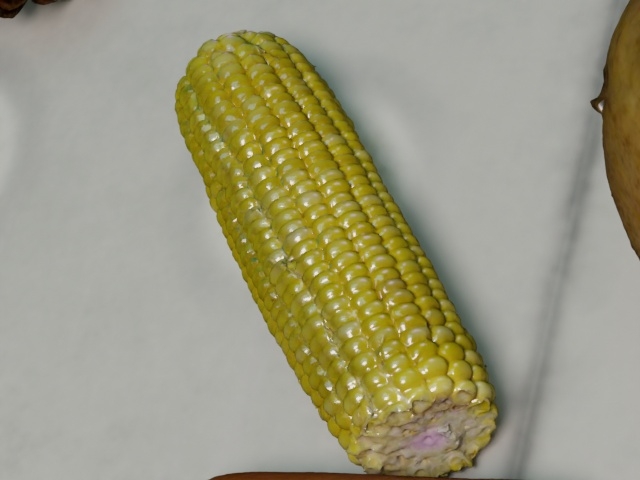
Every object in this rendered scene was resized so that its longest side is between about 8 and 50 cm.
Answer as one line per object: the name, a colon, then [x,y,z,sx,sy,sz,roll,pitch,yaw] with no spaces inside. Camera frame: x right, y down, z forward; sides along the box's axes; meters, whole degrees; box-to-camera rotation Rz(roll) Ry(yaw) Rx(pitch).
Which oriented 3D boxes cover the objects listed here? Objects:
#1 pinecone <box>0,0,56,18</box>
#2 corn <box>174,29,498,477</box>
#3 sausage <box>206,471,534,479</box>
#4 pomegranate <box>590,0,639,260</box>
pinecone: [-0.214,-0.197,0.944,0.165,0.163,0.163,-11,59,33]
corn: [0.000,0.000,0.784,0.081,0.081,0.248,-31,56,5]
sausage: [0.025,0.135,0.705,0.197,0.076,0.076,-1,63,22]
pomegranate: [0.244,-0.051,0.599,0.281,0.281,0.281,-10,60,18]
